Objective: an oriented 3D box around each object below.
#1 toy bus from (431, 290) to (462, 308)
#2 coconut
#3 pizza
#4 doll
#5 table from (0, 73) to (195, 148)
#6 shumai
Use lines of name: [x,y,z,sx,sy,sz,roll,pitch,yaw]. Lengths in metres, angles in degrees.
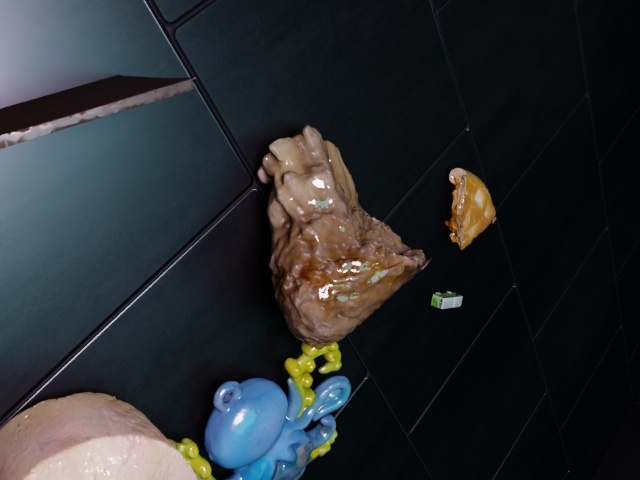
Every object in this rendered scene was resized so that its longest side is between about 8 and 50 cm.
toy bus: [0.279,0.132,1.289,0.083,0.037,0.031,1,102,-44]
coconut: [-0.263,0.311,0.669,0.239,0.244,0.239,-10,108,-33]
pizza: [0.316,-0.059,1.260,0.182,0.063,0.161,19,82,-50]
doll: [-0.091,0.316,0.968,0.346,0.099,0.341,-43,140,-21]
table: [-0.302,-0.221,0.522,0.282,0.196,0.250,-30,120,-35]
shumai: [-0.003,-0.002,0.899,0.217,0.283,0.346,-43,175,24]
